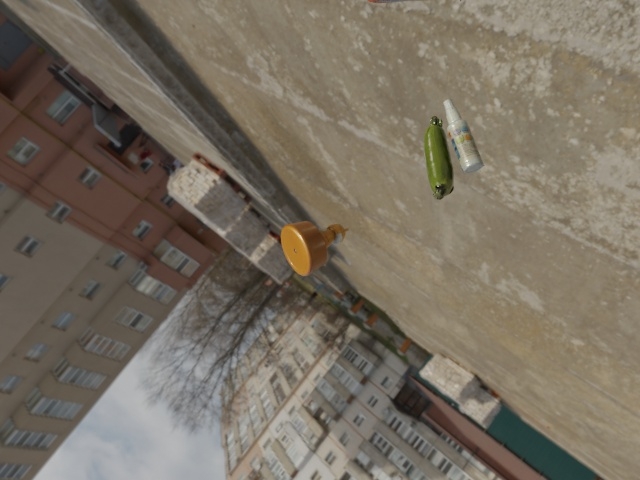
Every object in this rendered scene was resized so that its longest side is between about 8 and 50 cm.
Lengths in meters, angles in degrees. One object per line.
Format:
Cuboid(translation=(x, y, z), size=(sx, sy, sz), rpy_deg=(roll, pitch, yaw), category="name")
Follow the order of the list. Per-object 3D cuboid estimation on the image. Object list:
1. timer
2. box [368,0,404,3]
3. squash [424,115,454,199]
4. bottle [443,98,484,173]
Cuboid(translation=(0.000, 0.000, 1.169), size=(0.132, 0.152, 0.132), rpy_deg=(40, 142, 41), category="timer")
Cuboid(translation=(0.133, -0.293, 0.449), size=(0.182, 0.133, 0.099), rpy_deg=(-144, 47, -65), category="box")
Cuboid(translation=(0.319, -0.214, 1.299), size=(0.071, 0.318, 0.080), rpy_deg=(-29, 130, 36), category="squash")
Cuboid(translation=(0.381, -0.289, 1.298), size=(0.060, 0.060, 0.217), rpy_deg=(62, -166, -72), category="bottle")
